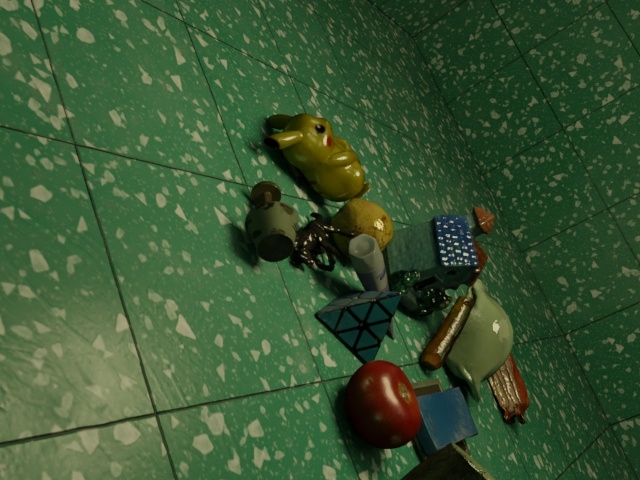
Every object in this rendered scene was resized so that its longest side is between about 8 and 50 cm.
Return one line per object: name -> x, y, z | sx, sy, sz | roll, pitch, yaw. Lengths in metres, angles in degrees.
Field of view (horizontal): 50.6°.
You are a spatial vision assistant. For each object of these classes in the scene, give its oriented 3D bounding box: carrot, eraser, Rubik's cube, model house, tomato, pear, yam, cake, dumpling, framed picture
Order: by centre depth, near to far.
yam -> 0.251, 0.532, 1.420 | 0.154, 0.254, 0.154 | 44, 17, -18
tomato -> 0.135, 0.364, 1.496 | 0.195, 0.136, 0.195 | 44, 26, -29
Rubik's cube -> 0.121, 0.150, 1.664 | 0.211, 0.178, 0.190 | 45, 26, -29
eraser -> 0.324, 0.471, 1.789 | 0.312, 0.043, 0.144 | 10, 54, -58
framed picture -> 0.300, 0.485, 1.801 | 0.293, 0.018, 0.231 | 12, 52, -57
pear -> 0.111, -0.033, 1.853 | 0.178, 0.178, 0.178 | 42, 30, -32
carrot -> 0.374, 0.267, 1.981 | 0.070, 0.070, 0.260 | 48, 60, -22
model house -> 0.394, 0.058, 2.025 | 0.295, 0.329, 0.251 | 44, 30, -47
dumpling -> 0.474, 0.297, 2.101 | 0.212, 0.320, 0.270 | 37, -5, -9
cake -> 0.642, 0.493, 2.328 | 0.135, 0.098, 0.287 | 16, 53, -53

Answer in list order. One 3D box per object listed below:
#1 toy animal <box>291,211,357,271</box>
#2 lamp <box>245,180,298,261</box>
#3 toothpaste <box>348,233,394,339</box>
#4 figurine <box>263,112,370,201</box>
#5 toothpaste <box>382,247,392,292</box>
toy animal -> 0.000, 0.000, 1.702 | 0.148, 0.084, 0.232 | 39, 33, -12
lamp -> -0.111, -0.050, 1.525 | 0.121, 0.121, 0.214 | 42, 21, -32
toothpaste -> 0.145, 0.121, 1.774 | 0.371, 0.080, 0.125 | 68, 10, -50
figurine -> -0.013, -0.239, 1.854 | 0.327, 0.169, 0.218 | 46, 13, -31
toothpaste -> 0.198, 0.053, 2.051 | 0.069, 0.047, 0.268 | 59, 17, -56
